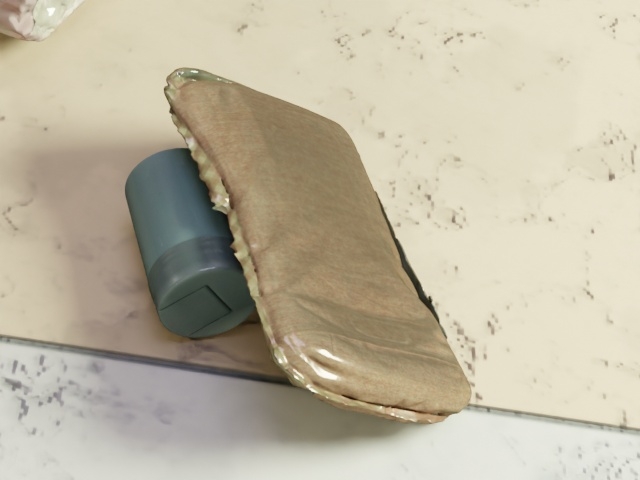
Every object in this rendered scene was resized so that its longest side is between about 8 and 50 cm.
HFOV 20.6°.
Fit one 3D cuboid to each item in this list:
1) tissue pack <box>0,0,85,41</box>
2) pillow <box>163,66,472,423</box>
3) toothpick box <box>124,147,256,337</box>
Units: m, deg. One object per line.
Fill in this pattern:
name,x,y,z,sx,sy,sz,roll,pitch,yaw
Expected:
tissue pack,-0.228,-0.242,1.007,0.271,0.124,0.201,24,48,12
pillow,-0.002,0.000,0.863,0.135,0.034,0.211,20,36,-41
toothpick box,-0.064,0.001,0.867,0.052,0.052,0.083,-6,48,-17
